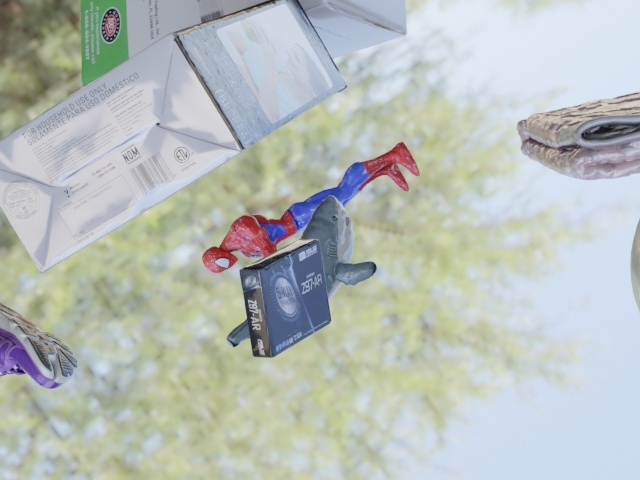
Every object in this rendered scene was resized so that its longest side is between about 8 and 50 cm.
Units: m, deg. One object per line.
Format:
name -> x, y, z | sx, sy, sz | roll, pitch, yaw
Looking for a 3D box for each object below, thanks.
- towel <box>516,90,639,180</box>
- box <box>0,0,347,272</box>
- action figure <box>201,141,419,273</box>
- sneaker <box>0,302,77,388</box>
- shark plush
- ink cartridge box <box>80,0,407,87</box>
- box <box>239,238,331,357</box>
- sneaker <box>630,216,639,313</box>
towel -> 0.352, -0.109, 1.494 | 0.332, 0.053, 0.317 | -8, -174, 0
box -> -0.100, -0.084, 1.203 | 0.169, 0.087, 0.290 | -30, -176, 19
action figure -> 0.000, 0.000, 2.045 | 0.280, 0.139, 0.091 | -23, 167, -17
sneaker -> -0.298, 0.110, 1.668 | 0.170, 0.068, 0.071 | 26, -91, 46
shark plush -> -0.029, 0.034, 1.519 | 0.161, 0.067, 0.073 | -39, -153, -14
ink cartridge box -> -0.072, -0.251, 1.508 | 0.289, 0.211, 0.121 | -12, 163, 38
box -> -0.025, 0.041, 1.260 | 0.018, 0.067, 0.083 | 0, -165, 33
sneaker -> 0.234, -0.085, 0.811 | 0.131, 0.350, 0.148 | -1, -160, -7
